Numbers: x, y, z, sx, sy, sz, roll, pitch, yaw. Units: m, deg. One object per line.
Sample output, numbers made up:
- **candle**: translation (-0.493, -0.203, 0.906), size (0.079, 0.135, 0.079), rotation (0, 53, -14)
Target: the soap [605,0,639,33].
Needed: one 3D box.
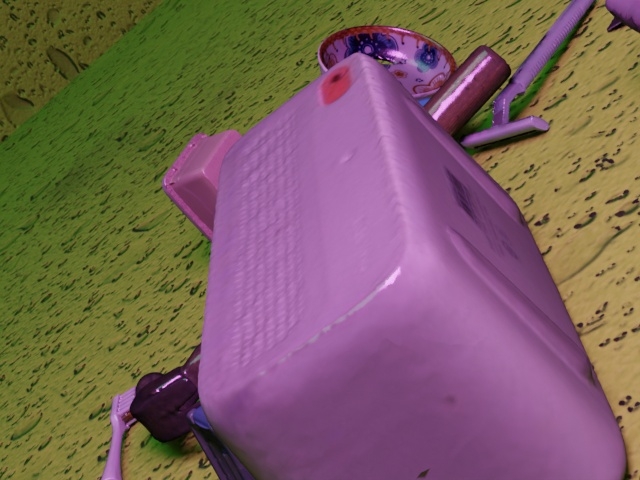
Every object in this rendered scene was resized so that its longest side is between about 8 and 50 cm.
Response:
- **soap**: translation (0.330, -0.213, 0.825), size (0.285, 0.107, 0.296), rotation (-55, 18, 18)

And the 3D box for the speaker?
- **speaker**: translation (0.041, 0.034, 0.839), size (0.183, 0.184, 0.406), rotation (-37, 21, 14)

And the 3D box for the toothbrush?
- **toothbrush**: translation (-0.172, 0.219, 1.074), size (0.030, 0.025, 0.342), rotation (-34, 21, 13)

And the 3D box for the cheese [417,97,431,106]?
- **cheese**: translation (0.043, -0.065, 1.237), size (0.256, 0.037, 0.106), rotation (-34, 20, 37)

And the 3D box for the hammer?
- **hammer**: translation (0.000, 0.000, 1.108), size (0.440, 0.044, 0.168), rotation (-47, 11, -4)

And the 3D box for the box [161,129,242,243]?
- **box**: translation (-0.090, -0.049, 1.310), size (0.062, 0.122, 0.089), rotation (-20, 30, 45)

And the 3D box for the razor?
- **razor**: translation (0.198, -0.163, 1.156), size (0.084, 0.036, 0.211), rotation (-13, 36, 48)

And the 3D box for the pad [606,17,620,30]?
- **pad**: translation (0.337, -0.278, 1.139), size (0.211, 0.003, 0.143), rotation (-54, 12, -29)

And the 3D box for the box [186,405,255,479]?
- **box**: translation (-0.041, 0.149, 0.889), size (0.054, 0.099, 0.074), rotation (-33, 17, -19)

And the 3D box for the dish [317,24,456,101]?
- **dish**: translation (0.064, -0.153, 1.319), size (0.141, 0.078, 0.141), rotation (4, 38, -3)
